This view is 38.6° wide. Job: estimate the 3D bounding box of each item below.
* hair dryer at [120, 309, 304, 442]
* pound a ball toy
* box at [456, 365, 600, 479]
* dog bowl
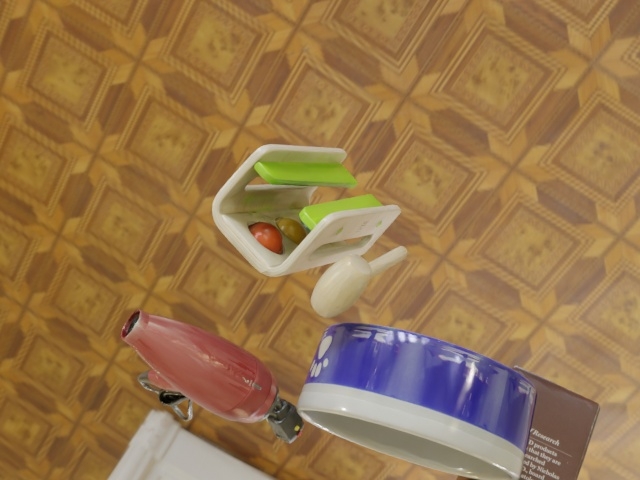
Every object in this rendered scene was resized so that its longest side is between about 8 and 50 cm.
[{"bbox_3d":[-0.152,0.170,1.066,0.223,0.080,0.294,5,147,17],"label":"hair dryer"},{"bbox_3d":[0.000,0.000,1.130,0.208,0.319,0.136,47,110,12],"label":"pound a ball toy"},{"bbox_3d":[0.235,0.383,1.227,0.143,0.381,0.191,26,147,11],"label":"box"},{"bbox_3d":[0.112,0.191,1.060,0.264,0.104,0.265,17,163,5],"label":"dog bowl"}]
